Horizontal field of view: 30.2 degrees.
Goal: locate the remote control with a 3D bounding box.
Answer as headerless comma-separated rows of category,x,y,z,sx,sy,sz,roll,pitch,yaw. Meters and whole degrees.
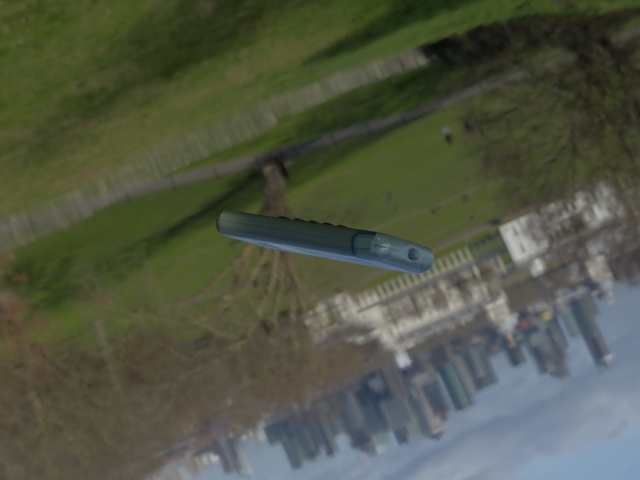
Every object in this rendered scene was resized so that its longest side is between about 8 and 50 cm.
remote control,0.000,0.000,0.637,0.124,0.017,0.053,9,176,42
